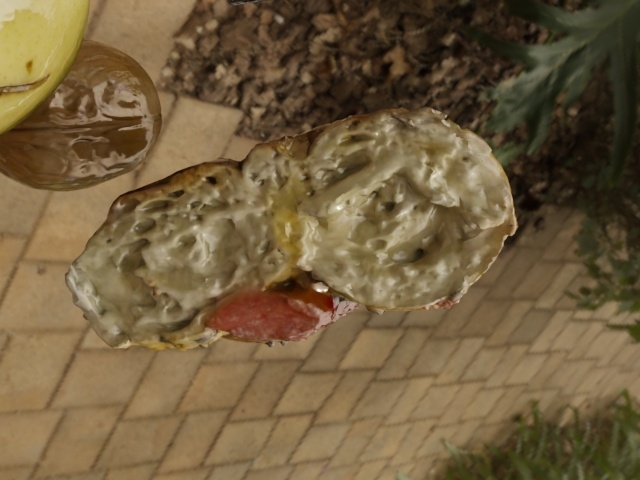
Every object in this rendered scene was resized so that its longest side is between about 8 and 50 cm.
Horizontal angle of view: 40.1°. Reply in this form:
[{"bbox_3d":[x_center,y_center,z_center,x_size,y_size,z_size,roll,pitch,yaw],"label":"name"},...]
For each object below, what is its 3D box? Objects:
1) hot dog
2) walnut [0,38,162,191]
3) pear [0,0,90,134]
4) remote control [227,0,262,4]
[{"bbox_3d":[0.000,0.000,0.871,0.367,0.196,0.365,-15,-177,10],"label":"hot dog"},{"bbox_3d":[-0.277,-0.136,0.955,0.207,0.167,0.167,-9,134,-26],"label":"walnut"},{"bbox_3d":[-0.345,-0.210,0.725,0.309,0.309,0.309,-28,144,-23],"label":"pear"},{"bbox_3d":[-0.103,-0.400,1.419,0.096,0.039,0.014,-6,155,10],"label":"remote control"}]
